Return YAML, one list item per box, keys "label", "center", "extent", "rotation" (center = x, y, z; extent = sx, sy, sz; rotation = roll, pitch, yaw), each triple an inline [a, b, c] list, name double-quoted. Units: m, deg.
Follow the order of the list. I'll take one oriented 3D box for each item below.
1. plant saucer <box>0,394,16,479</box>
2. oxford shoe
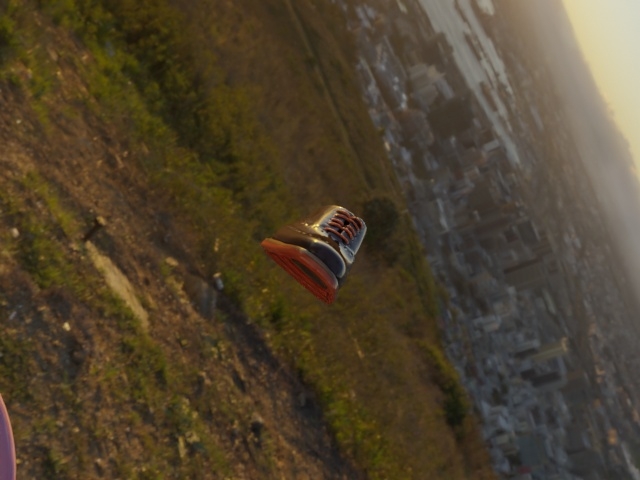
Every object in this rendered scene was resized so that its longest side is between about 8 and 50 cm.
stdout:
- label: "plant saucer"
  center: [-0.403, 0.188, 0.540]
  extent: [0.332, 0.084, 0.332]
  rotation: [16, 56, -24]
- label: "oxford shoe"
  center: [0.000, 0.000, 0.821]
  extent: [0.097, 0.098, 0.271]
  rotation: [42, 0, -6]
